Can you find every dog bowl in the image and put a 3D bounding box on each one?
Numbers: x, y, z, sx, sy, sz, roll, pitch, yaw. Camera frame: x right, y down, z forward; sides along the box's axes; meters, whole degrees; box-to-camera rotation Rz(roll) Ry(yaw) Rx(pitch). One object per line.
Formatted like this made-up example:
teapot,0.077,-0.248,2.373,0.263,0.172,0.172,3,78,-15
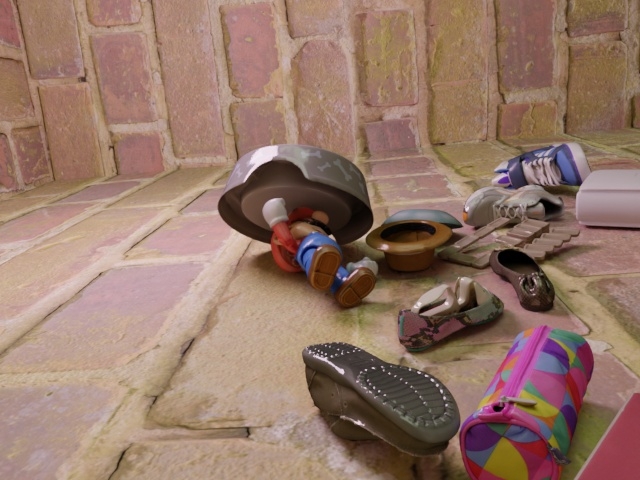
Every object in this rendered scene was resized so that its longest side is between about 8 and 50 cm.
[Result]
dog bowl,-0.052,-0.095,1.339,0.349,0.102,0.348,4,-24,2

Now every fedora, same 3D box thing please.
fedora,0.186,0.016,1.234,0.195,0.079,0.194,-6,18,2

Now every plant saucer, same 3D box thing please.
plant saucer,0.242,-0.051,1.406,0.195,0.037,0.195,2,-3,0

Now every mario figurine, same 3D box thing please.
mario figurine,0.000,0.000,1.169,0.170,0.197,0.320,-23,24,-13

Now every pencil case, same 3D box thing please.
pencil case,0.226,0.171,0.627,0.105,0.104,0.236,4,16,30

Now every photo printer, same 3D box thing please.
photo printer,0.783,-0.101,1.379,0.308,0.107,0.256,4,18,33

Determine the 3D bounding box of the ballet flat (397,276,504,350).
ballet flat,0.208,0.102,0.918,0.222,0.079,0.077,-16,18,-32

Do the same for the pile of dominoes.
pile of dominoes,0.406,0.019,1.262,0.251,0.040,0.196,-26,27,-32

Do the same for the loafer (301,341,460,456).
loafer,0.061,0.186,0.667,0.095,0.087,0.251,-3,9,-27

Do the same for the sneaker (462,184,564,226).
sneaker,0.480,-0.081,1.450,0.263,0.099,0.121,-12,21,-17

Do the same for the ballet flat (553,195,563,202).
ballet flat,0.592,-0.100,1.569,0.115,0.041,0.041,-8,16,-6

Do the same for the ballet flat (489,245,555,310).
ballet flat,0.362,0.051,1.065,0.084,0.058,0.250,-9,18,7

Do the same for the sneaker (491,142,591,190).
sneaker,0.623,-0.188,1.704,0.237,0.130,0.323,-22,10,12

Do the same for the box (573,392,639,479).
box,0.218,0.222,0.360,0.127,0.148,0.232,9,23,41
